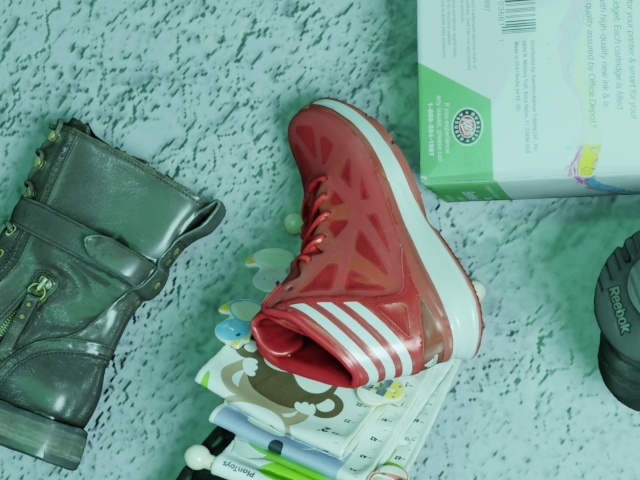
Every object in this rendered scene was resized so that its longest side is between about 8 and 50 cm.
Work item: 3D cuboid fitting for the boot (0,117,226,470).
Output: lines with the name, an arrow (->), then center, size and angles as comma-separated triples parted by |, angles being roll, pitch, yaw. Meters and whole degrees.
boot -> -0.219, 0.018, 1.133 | 0.263, 0.091, 0.229 | 21, 82, 13

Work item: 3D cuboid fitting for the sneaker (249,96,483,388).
sneaker -> 0.000, 0.000, 1.024 | 0.128, 0.087, 0.221 | -17, 49, -21

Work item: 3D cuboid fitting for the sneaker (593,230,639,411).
sneaker -> 0.287, 0.017, 0.982 | 0.286, 0.130, 0.109 | -20, 60, -11

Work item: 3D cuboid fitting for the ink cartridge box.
ink cartridge box -> 0.175, -0.109, 1.035 | 0.212, 0.093, 0.154 | -3, 81, 16

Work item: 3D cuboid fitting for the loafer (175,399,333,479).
loafer -> -0.042, 0.272, 1.033 | 0.134, 0.130, 0.366 | 1, 69, 49

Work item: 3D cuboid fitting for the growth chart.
growth chart -> 0.008, 0.079, 1.023 | 0.172, 0.021, 0.237 | 15, 47, 10
